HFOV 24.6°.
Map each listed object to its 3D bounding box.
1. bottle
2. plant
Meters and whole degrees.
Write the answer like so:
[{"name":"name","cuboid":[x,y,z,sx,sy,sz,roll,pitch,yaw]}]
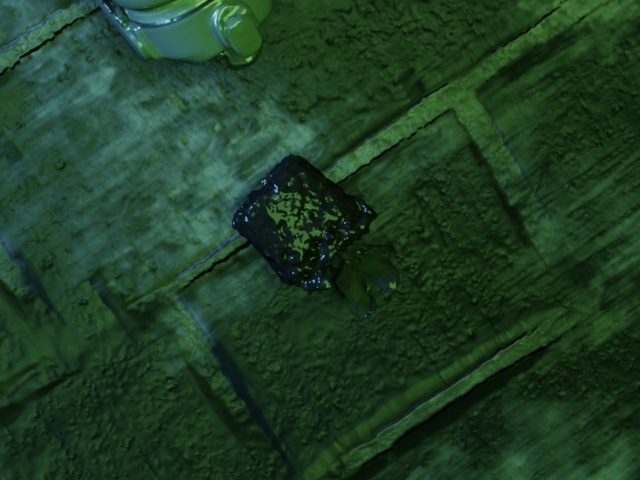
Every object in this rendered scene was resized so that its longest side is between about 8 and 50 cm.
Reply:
[{"name":"bottle","cuboid":[-0.177,-0.345,1.604,0.229,0.229,0.351,-38,125,-4]},{"name":"plant","cuboid":[0.000,0.000,1.750,0.203,0.142,0.131,37,81,-7]}]
